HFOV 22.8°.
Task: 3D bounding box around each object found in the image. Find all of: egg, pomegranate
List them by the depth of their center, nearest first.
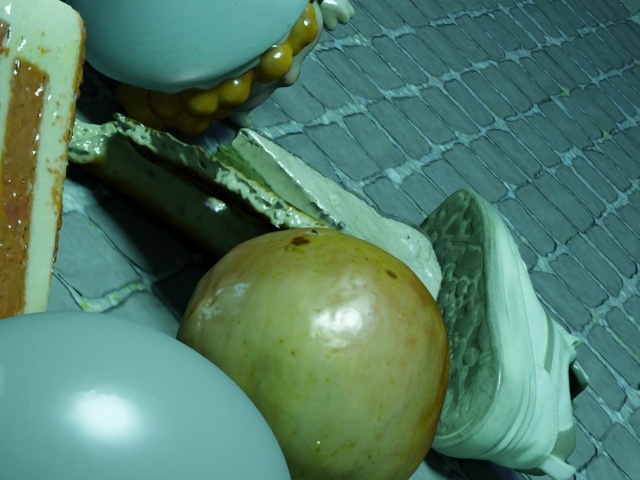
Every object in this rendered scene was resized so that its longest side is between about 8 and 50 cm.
[{"bbox_3d":[-0.109,0.127,0.791,0.232,0.176,0.176,19,34,-43],"label":"egg"},{"bbox_3d":[-0.011,0.084,1.011,0.191,0.191,0.191,35,26,-19],"label":"pomegranate"}]

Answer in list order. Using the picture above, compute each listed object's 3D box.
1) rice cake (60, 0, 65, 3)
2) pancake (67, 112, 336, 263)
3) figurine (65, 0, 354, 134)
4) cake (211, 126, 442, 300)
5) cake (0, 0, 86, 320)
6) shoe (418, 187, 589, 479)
[{"bbox_3d":[-0.245,-0.210,1.265,0.056,0.072,0.365,44,22,6],"label":"rice cake"},{"bbox_3d":[-0.063,-0.008,1.171,0.257,0.056,0.212,26,-11,36],"label":"pancake"},{"bbox_3d":[-0.097,-0.194,1.365,0.205,0.224,0.382,49,-3,3],"label":"figurine"},{"bbox_3d":[0.008,-0.004,1.294,0.220,0.086,0.117,45,25,2],"label":"cake"},{"bbox_3d":[-0.211,-0.054,0.950,0.158,0.159,0.262,19,35,-48],"label":"cake"},{"bbox_3d":[0.156,0.089,1.346,0.159,0.124,0.316,35,30,-21],"label":"shoe"}]
